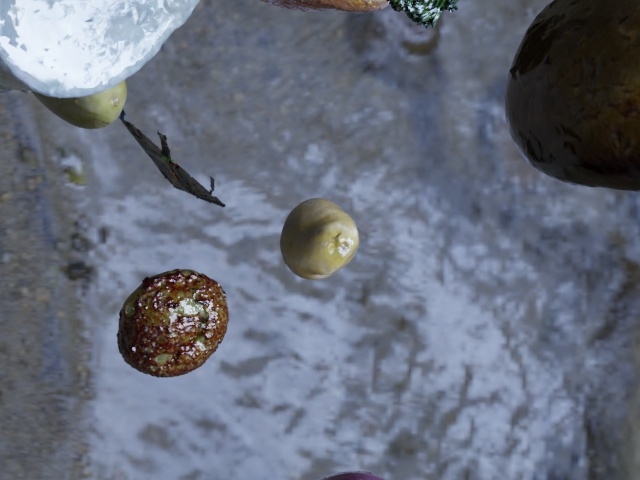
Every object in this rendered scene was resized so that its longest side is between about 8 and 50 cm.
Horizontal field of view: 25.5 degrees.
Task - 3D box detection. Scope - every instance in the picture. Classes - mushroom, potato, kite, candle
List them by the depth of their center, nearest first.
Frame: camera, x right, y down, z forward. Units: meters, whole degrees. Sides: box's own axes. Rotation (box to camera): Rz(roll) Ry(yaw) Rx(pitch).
[{"bbox_3d":[-0.106,-0.165,0.663,0.168,0.068,0.192,-17,117,-40],"label":"candle"},{"bbox_3d":[-0.187,-0.142,1.017,0.070,0.091,0.138,-13,60,-23],"label":"potato"},{"bbox_3d":[0.314,-0.145,1.165,0.345,0.345,0.239,-18,81,-38],"label":"mushroom"},{"bbox_3d":[0.000,0.000,1.166,0.062,0.083,0.068,4,95,-10],"label":"potato"},{"bbox_3d":[-0.178,-0.090,1.641,0.183,0.160,0.010,41,74,12],"label":"kite"}]

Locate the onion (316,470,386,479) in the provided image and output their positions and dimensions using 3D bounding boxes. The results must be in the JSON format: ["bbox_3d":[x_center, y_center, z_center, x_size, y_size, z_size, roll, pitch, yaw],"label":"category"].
[{"bbox_3d":[0.017,0.320,1.307,0.201,0.201,0.207,10,69,-39],"label":"onion"}]

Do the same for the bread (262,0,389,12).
[{"bbox_3d":[0.006,-0.332,1.502,0.244,0.123,0.190,13,100,-28],"label":"bread"}]

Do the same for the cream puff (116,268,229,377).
[{"bbox_3d":[-0.176,0.105,1.714,0.149,0.084,0.149,-19,132,-22],"label":"cream puff"}]

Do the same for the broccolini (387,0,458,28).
[{"bbox_3d":[0.087,-0.118,0.523,0.030,0.140,0.035,50,23,-55],"label":"broccolini"}]
